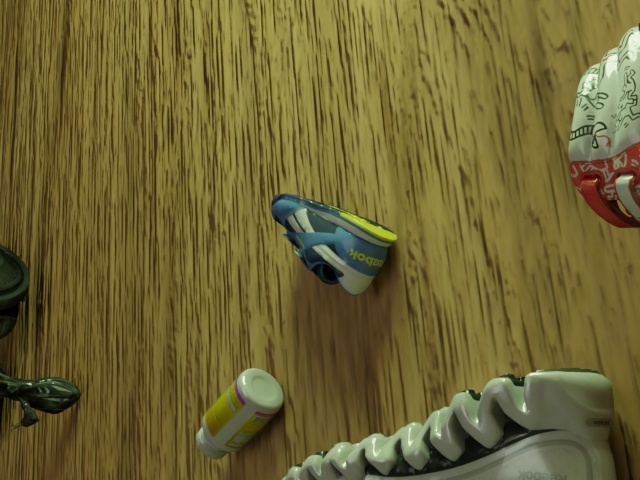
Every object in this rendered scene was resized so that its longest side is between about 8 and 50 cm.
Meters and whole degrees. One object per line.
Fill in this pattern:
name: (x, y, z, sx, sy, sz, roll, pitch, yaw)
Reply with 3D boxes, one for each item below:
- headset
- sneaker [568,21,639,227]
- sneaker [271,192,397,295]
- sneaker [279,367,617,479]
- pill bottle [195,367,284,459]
headset: (-0.391, 0.122, 1.451, 0.394, 0.185, 0.243, -161, 83, -70)
sneaker: (0.219, -0.022, 0.686, 0.145, 0.090, 0.270, -39, 45, 40)
sneaker: (0.000, 0.000, 1.004, 0.144, 0.053, 0.059, 26, 100, 55)
sneaker: (0.069, 0.177, 0.805, 0.292, 0.110, 0.118, -32, 61, 43)
pill bottle: (-0.069, 0.146, 1.046, 0.083, 0.043, 0.043, -48, 43, 31)
